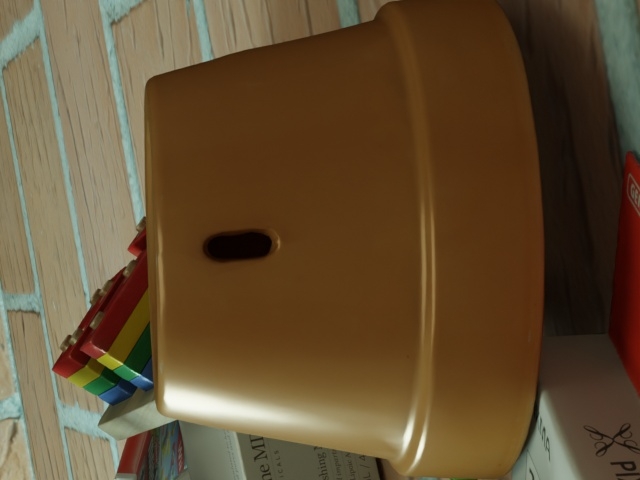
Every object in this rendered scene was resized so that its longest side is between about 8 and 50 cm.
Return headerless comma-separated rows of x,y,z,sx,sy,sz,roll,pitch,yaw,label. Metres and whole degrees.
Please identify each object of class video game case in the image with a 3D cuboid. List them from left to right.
-0.180,0.250,1.909,0.285,0.025,0.204,-81,-7,-60,video game case

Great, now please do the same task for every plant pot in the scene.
0.000,0.000,1.060,0.291,0.203,0.291,178,90,-84,plant pot

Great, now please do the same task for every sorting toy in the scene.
-0.109,0.021,1.430,0.255,0.089,0.257,-59,9,-18,sorting toy

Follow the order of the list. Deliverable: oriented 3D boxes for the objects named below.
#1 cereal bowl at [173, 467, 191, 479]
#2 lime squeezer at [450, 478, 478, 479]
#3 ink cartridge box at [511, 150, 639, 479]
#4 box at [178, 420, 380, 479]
-0.092,0.374,1.726,0.339,0.141,0.339,169,90,-71,cereal bowl
0.131,0.226,1.151,0.310,0.059,0.110,66,-173,31,lime squeezer
0.154,0.120,0.893,0.275,0.060,0.239,-104,12,-61,ink cartridge box
-0.038,0.168,1.488,0.182,0.119,0.181,150,109,-71,box
